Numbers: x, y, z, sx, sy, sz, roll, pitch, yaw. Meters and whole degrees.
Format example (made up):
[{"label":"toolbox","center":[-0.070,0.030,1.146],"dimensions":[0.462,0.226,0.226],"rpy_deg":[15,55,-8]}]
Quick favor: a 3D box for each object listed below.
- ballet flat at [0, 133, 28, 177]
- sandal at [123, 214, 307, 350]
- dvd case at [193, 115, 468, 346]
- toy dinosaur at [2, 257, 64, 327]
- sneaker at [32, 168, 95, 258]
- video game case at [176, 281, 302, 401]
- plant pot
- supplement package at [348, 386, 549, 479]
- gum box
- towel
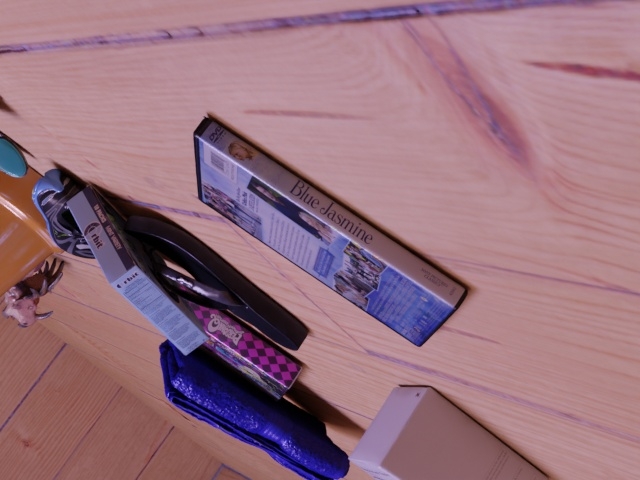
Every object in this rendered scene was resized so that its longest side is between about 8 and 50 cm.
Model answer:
[{"label":"ballet flat","center":[-0.416,-0.125,1.467],"dimensions":[0.114,0.041,0.041],"rpy_deg":[38,164,-11]},{"label":"sandal","center":[-0.127,0.056,1.354],"dimensions":[0.254,0.054,0.097],"rpy_deg":[37,164,-8]},{"label":"dvd case","center":[0.000,0.000,0.989],"dimensions":[0.253,0.022,0.180],"rpy_deg":[34,165,5]},{"label":"toy dinosaur","center":[-0.532,0.034,2.025],"dimensions":[0.200,0.127,0.296],"rpy_deg":[30,153,-10]},{"label":"sneaker","center":[-0.310,-0.020,1.483],"dimensions":[0.078,0.067,0.188],"rpy_deg":[35,163,22]},{"label":"video game case","center":[-0.139,0.146,1.663],"dimensions":[0.232,0.041,0.210],"rpy_deg":[34,166,3]},{"label":"plant pot","center":[-0.465,-0.011,1.606],"dimensions":[0.205,0.188,0.205],"rpy_deg":[32,164,10]},{"label":"supplement package","center":[0.142,0.256,1.293],"dimensions":[0.179,0.105,0.105],"rpy_deg":[38,164,-10]},{"label":"gum box","center":[-0.222,0.038,1.413],"dimensions":[0.157,0.041,0.184],"rpy_deg":[54,180,39]},{"label":"towel","center":[-0.112,0.263,1.771],"dimensions":[0.308,0.076,0.228],"rpy_deg":[34,179,-14]}]
